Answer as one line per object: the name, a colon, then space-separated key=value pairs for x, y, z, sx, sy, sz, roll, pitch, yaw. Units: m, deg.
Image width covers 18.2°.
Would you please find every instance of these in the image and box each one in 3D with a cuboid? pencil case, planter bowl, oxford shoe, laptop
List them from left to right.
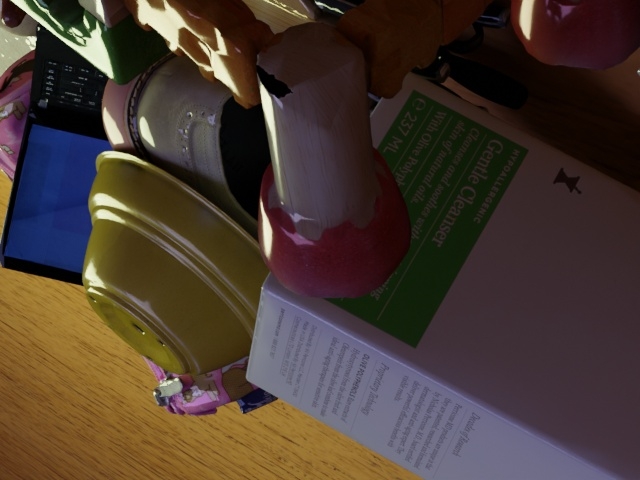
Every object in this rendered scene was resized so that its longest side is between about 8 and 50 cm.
pencil case: x=-0.160 y=-0.018 z=1.831 sx=0.160 sy=0.167 sz=0.386 roll=-24 pitch=109 yaw=27
laptop: x=-0.140 y=-0.051 z=1.664 sx=0.234 sy=0.137 sz=0.264 roll=12 pitch=162 yaw=-7
planter bowl: x=-0.113 y=0.038 z=1.505 sx=0.217 sy=0.090 sz=0.217 roll=35 pitch=162 yaw=13
oxford shoe: x=0.000 y=0.000 z=1.533 sx=0.397 sy=0.140 sz=0.146 roll=39 pitch=170 yaw=-36

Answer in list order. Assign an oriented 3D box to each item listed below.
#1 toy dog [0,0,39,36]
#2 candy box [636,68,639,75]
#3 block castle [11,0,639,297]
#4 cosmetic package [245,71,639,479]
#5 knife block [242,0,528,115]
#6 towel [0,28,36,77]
toy dog: x=-0.292 y=-0.278 z=1.549 sx=0.333 sy=0.161 sz=0.220 roll=27 pitch=127 yaw=-1
candy box: x=0.289 y=-0.084 z=1.048 sx=0.159 sy=0.071 sz=0.233 roll=49 pitch=157 yaw=-3
block castle: x=-0.051 y=-0.196 z=1.182 sx=0.453 sy=0.303 sz=0.213 roll=37 pitch=156 yaw=27
cosmetic package: x=0.158 y=0.076 z=1.281 sx=0.365 sy=0.197 sz=0.155 roll=27 pitch=153 yaw=7
knife block: x=0.023 y=-0.140 z=1.417 sx=0.242 sy=0.088 sz=0.275 roll=51 pitch=157 yaw=-5
towel: x=-0.265 y=-0.135 z=2.010 sx=0.187 sy=0.049 sz=0.282 roll=49 pitch=157 yaw=-6
